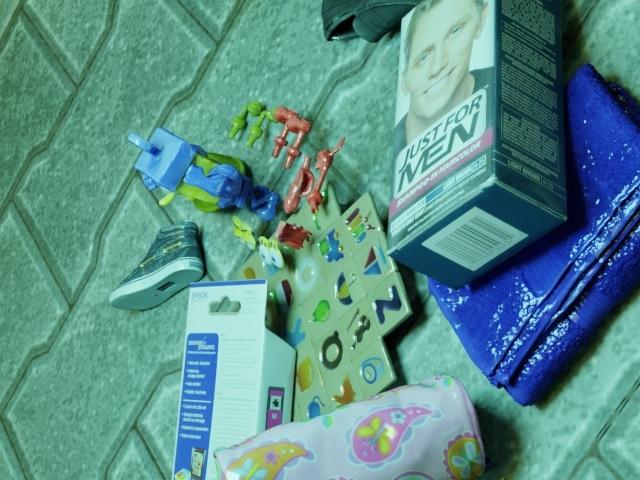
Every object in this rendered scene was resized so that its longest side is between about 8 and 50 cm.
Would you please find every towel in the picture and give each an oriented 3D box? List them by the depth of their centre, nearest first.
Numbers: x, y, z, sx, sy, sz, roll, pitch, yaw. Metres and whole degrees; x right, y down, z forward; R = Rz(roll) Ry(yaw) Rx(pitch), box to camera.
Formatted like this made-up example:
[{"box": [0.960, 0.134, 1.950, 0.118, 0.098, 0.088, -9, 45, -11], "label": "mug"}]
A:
[{"box": [0.239, -0.010, 1.406, 0.308, 0.076, 0.228, -54, 42, 21], "label": "towel"}]

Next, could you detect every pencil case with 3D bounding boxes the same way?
[{"box": [0.033, 0.230, 1.406, 0.124, 0.284, 0.124, 161, 90, -83], "label": "pencil case"}]

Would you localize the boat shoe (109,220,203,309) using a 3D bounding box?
[{"box": [-0.239, 0.039, 1.977, 0.183, 0.065, 0.083, -25, 56, 34], "label": "boat shoe"}]

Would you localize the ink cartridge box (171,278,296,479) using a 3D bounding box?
[{"box": [-0.115, 0.237, 1.716, 0.175, 0.069, 0.371, -5, 80, 50], "label": "ink cartridge box"}]

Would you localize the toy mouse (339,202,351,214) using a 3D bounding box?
[{"box": [0.000, 0.000, 1.724, 0.161, 0.031, 0.143, -43, 46, 31], "label": "toy mouse"}]

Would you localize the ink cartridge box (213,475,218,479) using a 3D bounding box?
[{"box": [-0.052, 0.353, 1.531, 0.127, 0.176, 0.128, -56, 41, 19], "label": "ink cartridge box"}]

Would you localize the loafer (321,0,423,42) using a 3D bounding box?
[{"box": [0.076, -0.291, 1.719, 0.223, 0.076, 0.078, 6, 86, 56], "label": "loafer"}]

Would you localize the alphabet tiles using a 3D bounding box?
[{"box": [-0.015, 0.105, 1.682, 0.342, 0.011, 0.285, -44, 52, 38], "label": "alphabet tiles"}]

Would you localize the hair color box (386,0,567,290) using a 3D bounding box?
[{"box": [0.167, -0.140, 1.450, 0.174, 0.105, 0.347, -37, 36, 43], "label": "hair color box"}]

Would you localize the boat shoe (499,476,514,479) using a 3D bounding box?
[{"box": [0.215, 0.296, 1.323, 0.178, 0.064, 0.060, 39, 108, 52], "label": "boat shoe"}]

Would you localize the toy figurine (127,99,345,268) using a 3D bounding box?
[{"box": [-0.155, -0.118, 1.760, 0.191, 0.217, 0.362, -65, 29, 6], "label": "toy figurine"}]
